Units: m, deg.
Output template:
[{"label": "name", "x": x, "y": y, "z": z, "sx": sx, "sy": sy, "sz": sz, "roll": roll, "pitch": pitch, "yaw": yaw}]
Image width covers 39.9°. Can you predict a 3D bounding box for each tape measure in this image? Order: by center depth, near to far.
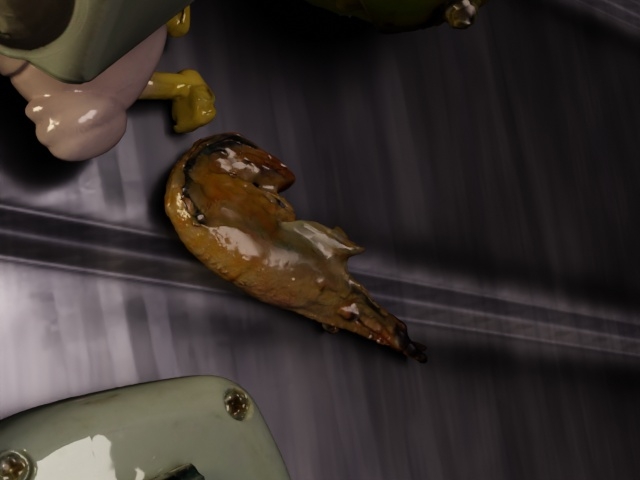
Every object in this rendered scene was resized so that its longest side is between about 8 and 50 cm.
[{"label": "tape measure", "x": -0.116, "y": 0.209, "z": 0.512, "sx": 0.243, "sy": 0.125, "sz": 0.246, "roll": -22, "pitch": 93, "yaw": -36}]

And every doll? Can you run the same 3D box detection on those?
[{"label": "doll", "x": -0.226, "y": -0.118, "z": 0.530, "sx": 0.365, "sy": 0.094, "sz": 0.160, "roll": -11, "pitch": 85, "yaw": -36}]

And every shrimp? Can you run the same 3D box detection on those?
[{"label": "shrimp", "x": 0.003, "y": 0.006, "z": 0.677, "sx": 0.262, "sy": 0.066, "sz": 0.117, "roll": 29, "pitch": 64, "yaw": -28}]

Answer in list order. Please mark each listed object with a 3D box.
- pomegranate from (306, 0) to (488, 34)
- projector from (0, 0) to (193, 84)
[{"label": "pomegranate", "x": 0.050, "y": -0.318, "z": 0.672, "sx": 0.260, "sy": 0.260, "sz": 0.341, "roll": -13, "pitch": 92, "yaw": -36}, {"label": "projector", "x": -0.189, "y": -0.217, "z": 0.494, "sx": 0.256, "sy": 0.099, "sz": 0.192, "roll": 32, "pitch": 37, "yaw": -3}]
